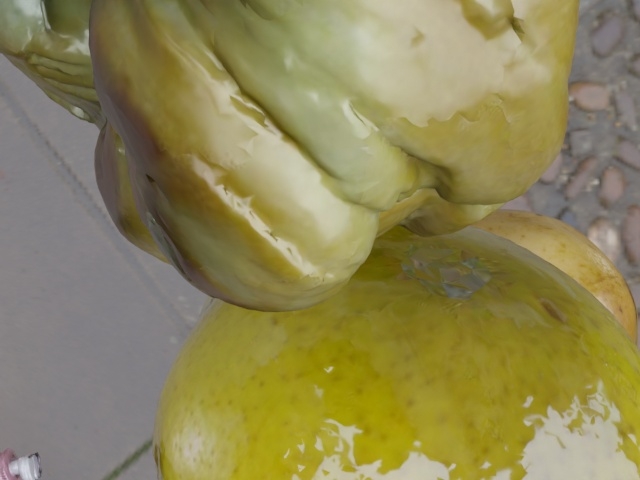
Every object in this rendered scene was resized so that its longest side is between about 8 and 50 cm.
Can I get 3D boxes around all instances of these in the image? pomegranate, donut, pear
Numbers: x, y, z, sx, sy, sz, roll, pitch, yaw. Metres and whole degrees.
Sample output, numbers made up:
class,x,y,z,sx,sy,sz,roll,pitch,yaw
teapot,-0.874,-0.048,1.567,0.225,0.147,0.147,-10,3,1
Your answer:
class,x,y,z,sx,sy,sz,roll,pitch,yaw
pomegranate,0.197,0.094,1.265,0.307,0.307,0.307,0,90,-24
donut,-0.059,-0.138,0.445,0.170,0.360,0.360,-26,100,-15
pear,0.069,0.091,0.770,0.341,0.386,0.191,-8,127,-30

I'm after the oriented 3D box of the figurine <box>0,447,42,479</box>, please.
class,x,y,z,sx,sy,sz,roll,pitch,yaw
figurine,-0.373,0.256,1.317,0.129,0.072,0.054,-16,87,2
